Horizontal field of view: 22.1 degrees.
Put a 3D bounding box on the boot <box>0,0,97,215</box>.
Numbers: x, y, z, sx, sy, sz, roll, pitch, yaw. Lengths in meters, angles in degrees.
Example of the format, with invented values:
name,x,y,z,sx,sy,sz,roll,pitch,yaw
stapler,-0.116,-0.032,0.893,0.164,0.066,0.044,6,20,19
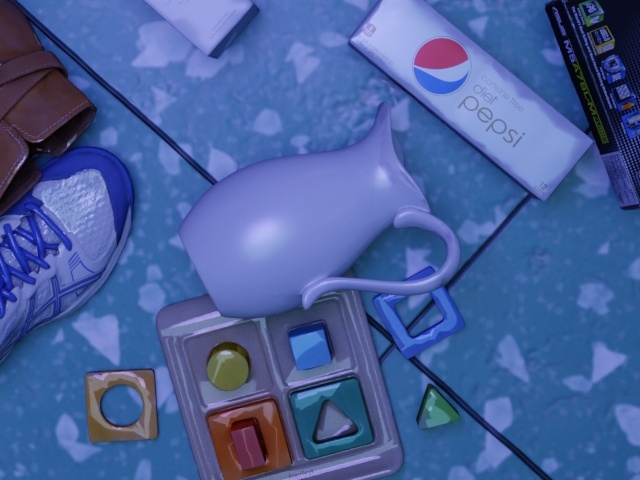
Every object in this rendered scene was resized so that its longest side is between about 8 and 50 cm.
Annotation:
name,x,y,z,sx,sy,sz,roll,pitch,yaw
boot,-0.346,-0.088,1.379,0.220,0.109,0.283,43,80,9

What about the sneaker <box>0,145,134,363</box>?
name,x,y,z,sx,sy,sz,roll,pitch,yaw
sneaker,-0.269,0.044,1.387,0.112,0.131,0.296,41,92,-1

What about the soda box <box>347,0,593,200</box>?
name,x,y,z,sx,sy,sz,roll,pitch,yaw
soda box,0.126,-0.127,1.399,0.216,0.074,0.069,39,94,-3

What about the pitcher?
name,x,y,z,sx,sy,sz,roll,pitch,yaw
pitcher,0.000,0.000,1.370,0.207,0.125,0.178,-27,56,-2

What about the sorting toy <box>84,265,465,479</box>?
name,x,y,z,sx,sy,sz,roll,pitch,yaw
sorting toy,-0.037,0.133,1.433,0.347,0.047,0.196,-15,94,2

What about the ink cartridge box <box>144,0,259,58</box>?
name,x,y,z,sx,sy,sz,roll,pitch,yaw
ink cartridge box,-0.139,-0.234,1.377,0.180,0.104,0.060,41,95,-2

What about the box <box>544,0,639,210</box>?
name,x,y,z,sx,sy,sz,roll,pitch,yaw
box,0.304,-0.144,1.386,0.184,0.045,0.191,-22,94,-16
